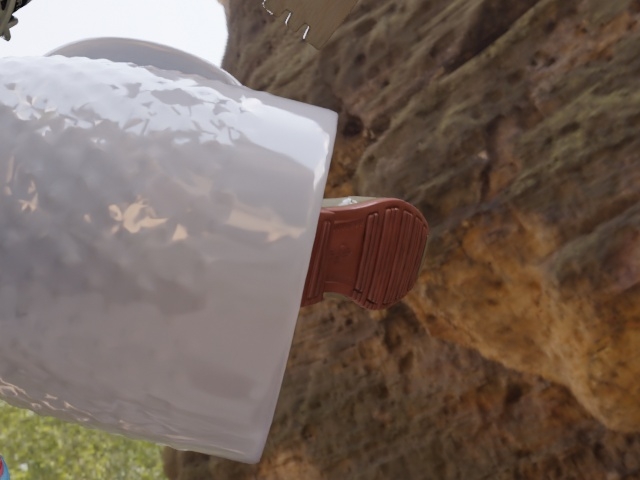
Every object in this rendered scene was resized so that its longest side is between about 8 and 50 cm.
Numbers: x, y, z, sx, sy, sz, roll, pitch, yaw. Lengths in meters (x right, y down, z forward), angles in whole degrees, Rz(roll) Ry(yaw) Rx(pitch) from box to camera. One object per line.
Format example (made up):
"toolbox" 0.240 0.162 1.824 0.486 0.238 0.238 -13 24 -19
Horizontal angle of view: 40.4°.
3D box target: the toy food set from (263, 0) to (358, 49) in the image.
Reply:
"toy food set" -0.036 -0.151 0.247 0.192 0.038 0.132 32 -74 -25

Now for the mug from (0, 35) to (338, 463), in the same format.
"mug" -0.169 -0.036 0.696 0.328 0.374 0.276 13 -42 -2

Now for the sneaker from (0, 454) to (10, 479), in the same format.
"sneaker" -0.212 0.046 0.367 0.104 0.262 0.125 -20 -61 -27

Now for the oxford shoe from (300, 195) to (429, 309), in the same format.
"oxford shoe" 0.000 0.000 1.046 0.397 0.146 0.140 7 -82 -55

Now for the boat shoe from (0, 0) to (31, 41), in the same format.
"boat shoe" -0.160 -0.122 0.378 0.076 0.226 0.083 18 -29 -21
